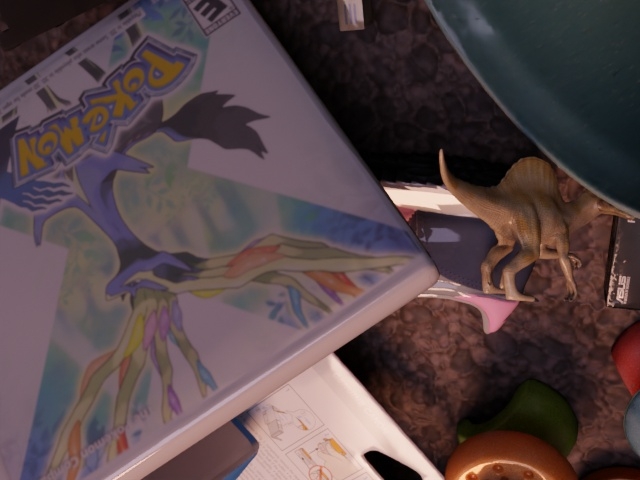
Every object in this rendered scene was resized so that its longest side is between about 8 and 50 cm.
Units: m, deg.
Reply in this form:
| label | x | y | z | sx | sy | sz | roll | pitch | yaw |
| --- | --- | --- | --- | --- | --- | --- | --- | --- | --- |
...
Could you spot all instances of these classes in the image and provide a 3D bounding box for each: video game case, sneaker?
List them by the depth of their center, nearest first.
| label | x | y | z | sx | sy | sz | roll | pitch | yaw |
| --- | --- | --- | --- | --- | --- | --- | --- | --- | --- |
| video game case | -0.138 | -0.005 | 0.537 | 0.329 | 0.036 | 0.300 | -34 | 66 | 2 |
| sneaker | 0.000 | 0.000 | 0.607 | 0.318 | 0.112 | 0.131 | 7 | 112 | 14 |

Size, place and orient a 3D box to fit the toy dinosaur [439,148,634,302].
| label | x | y | z | sx | sy | sz | roll | pitch | yaw |
| --- | --- | --- | --- | --- | --- | --- | --- | --- | --- |
| toy dinosaur | 0.126 | -0.009 | 0.519 | 0.053 | 0.183 | 0.093 | 7 | 92 | 57 |

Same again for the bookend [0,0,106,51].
| label | x | y | z | sx | sy | sz | roll | pitch | yaw |
| --- | --- | --- | --- | --- | --- | --- | --- | --- | --- |
| bookend | -0.175 | -0.231 | 0.530 | 0.157 | 0.072 | 0.156 | -17 | 113 | 25 |

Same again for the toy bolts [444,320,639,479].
| label | x | y | z | sx | sy | sz | roll | pitch | yaw |
| --- | --- | --- | --- | --- | --- | --- | --- | --- | --- |
| toy bolts | 0.229 | 0.190 | 0.597 | 0.218 | 0.158 | 0.228 | 44 | 117 | -5 |

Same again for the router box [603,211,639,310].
| label | x | y | z | sx | sy | sz | roll | pitch | yaw |
| --- | --- | --- | --- | --- | --- | --- | --- | --- | --- |
| router box | 0.256 | -0.008 | 0.572 | 0.092 | 0.038 | 0.123 | 5 | 114 | 15 |

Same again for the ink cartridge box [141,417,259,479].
| label | x | y | z | sx | sy | sz | roll | pitch | yaw |
| --- | --- | --- | --- | --- | --- | --- | --- | --- | --- |
| ink cartridge box | -0.284 | 0.230 | 0.723 | 0.285 | 0.166 | 0.395 | 43 | 119 | 14 |

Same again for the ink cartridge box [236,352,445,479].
| label | x | y | z | sx | sy | sz | roll | pitch | yaw |
| --- | --- | --- | --- | --- | --- | --- | --- | --- | --- |
| ink cartridge box | 0.015 | 0.239 | 0.736 | 0.239 | 0.060 | 0.275 | -38 | 98 | 25 |

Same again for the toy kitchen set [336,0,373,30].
| label | x | y | z | sx | sy | sz | roll | pitch | yaw |
| --- | --- | --- | --- | --- | --- | --- | --- | --- | --- |
| toy kitchen set | -0.013 | -0.180 | 0.557 | 0.083 | 0.068 | 0.075 | -1 | 112 | 17 |

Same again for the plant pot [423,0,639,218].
| label | x | y | z | sx | sy | sz | roll | pitch | yaw |
| --- | --- | --- | --- | --- | --- | --- | --- | --- | --- |
| plant pot | 0.177 | -0.181 | 0.407 | 0.196 | 0.293 | 0.293 | -36 | 100 | -1 |
